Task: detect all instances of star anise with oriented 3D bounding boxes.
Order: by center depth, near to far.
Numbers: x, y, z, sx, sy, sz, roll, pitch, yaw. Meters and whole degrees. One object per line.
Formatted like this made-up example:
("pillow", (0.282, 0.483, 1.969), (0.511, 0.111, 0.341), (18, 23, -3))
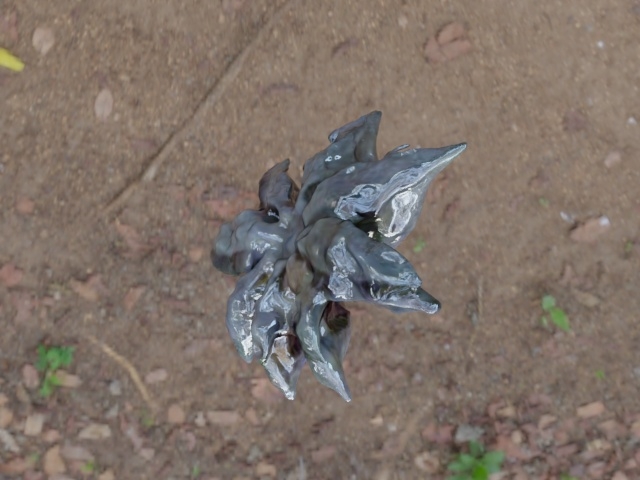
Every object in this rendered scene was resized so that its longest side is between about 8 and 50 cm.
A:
("star anise", (0.000, 0.000, 0.615), (0.061, 0.204, 0.181), (32, 97, -33))
